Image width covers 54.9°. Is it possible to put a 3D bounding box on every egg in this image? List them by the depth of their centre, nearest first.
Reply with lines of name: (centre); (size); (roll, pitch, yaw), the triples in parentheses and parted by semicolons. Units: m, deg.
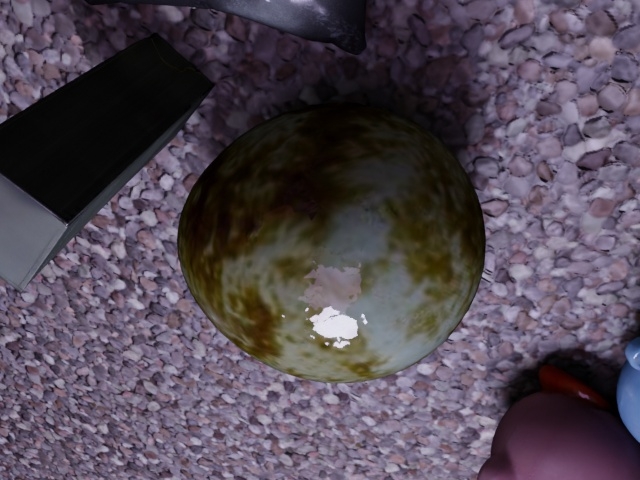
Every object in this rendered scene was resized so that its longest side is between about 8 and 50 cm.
egg: (0.000, 0.000, 0.545); (0.289, 0.238, 0.238); (7, 130, 40)

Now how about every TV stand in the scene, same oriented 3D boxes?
TV stand: (-0.187, -0.083, 0.514); (0.083, 0.269, 0.088); (40, 123, -12)

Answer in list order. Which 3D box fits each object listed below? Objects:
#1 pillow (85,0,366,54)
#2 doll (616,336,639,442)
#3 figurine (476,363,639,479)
pillow: (-0.068, -0.252, 0.463); (0.250, 0.106, 0.186); (12, 119, 5)
doll: (0.419, 0.169, 0.598); (0.314, 0.141, 0.177); (29, 121, -12)
figurine: (0.272, 0.253, 0.683); (0.173, 0.173, 0.173); (8, 126, 11)
